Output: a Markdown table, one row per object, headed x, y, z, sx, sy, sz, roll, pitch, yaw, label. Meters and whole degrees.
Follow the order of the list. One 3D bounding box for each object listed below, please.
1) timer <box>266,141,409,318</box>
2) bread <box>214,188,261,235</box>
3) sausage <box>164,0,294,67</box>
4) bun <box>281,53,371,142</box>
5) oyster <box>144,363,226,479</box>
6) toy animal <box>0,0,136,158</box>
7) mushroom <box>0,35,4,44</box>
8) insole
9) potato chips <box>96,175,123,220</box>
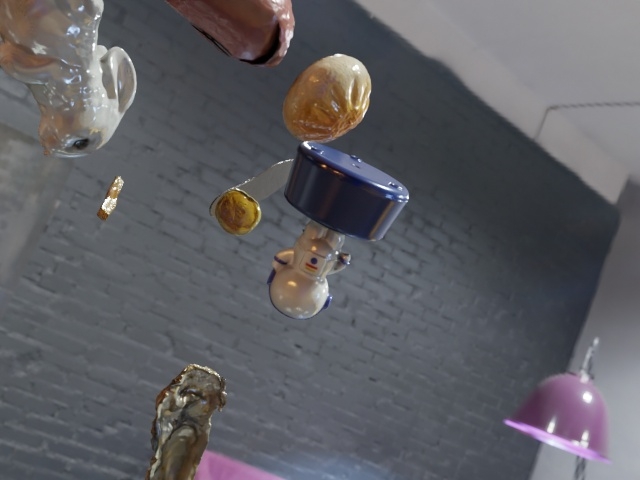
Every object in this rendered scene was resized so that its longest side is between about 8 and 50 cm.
| x | y | z | sx | sy | sz | roll | pitch | yaw | label |
| --- | --- | --- | --- | --- | --- | --- | --- | --- | --- |
| 0.000 | 0.000 | 1.889 | 0.270 | 0.384 | 0.270 | 24 | 13 | -6 | timer |
| -0.193 | -0.065 | 1.977 | 0.110 | 0.110 | 0.024 | 24 | -13 | -8 | bread |
| -0.161 | -0.407 | 1.425 | 0.279 | 0.152 | 0.152 | 36 | -14 | -27 | sausage |
| 0.041 | -0.400 | 2.525 | 0.165 | 0.299 | 0.299 | 53 | 2 | 22 | bun |
| -0.253 | 0.356 | 1.423 | 0.078 | 0.345 | 0.128 | 32 | 22 | 36 | oyster |
| -0.441 | -0.324 | 1.461 | 0.193 | 0.258 | 0.357 | 9 | -48 | 29 | toy animal |
| -0.680 | -0.430 | 1.609 | 0.255 | 0.267 | 0.267 | 62 | -17 | -7 | mushroom |
| -0.171 | -0.134 | 2.203 | 0.007 | 0.327 | 0.111 | 36 | -48 | 24 | insole |
| -0.382 | -0.071 | 1.533 | 0.026 | 0.037 | 0.204 | 26 | 16 | -13 | potato chips |
